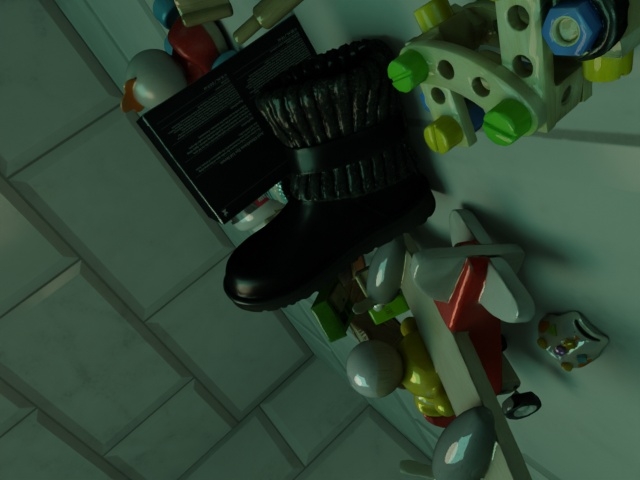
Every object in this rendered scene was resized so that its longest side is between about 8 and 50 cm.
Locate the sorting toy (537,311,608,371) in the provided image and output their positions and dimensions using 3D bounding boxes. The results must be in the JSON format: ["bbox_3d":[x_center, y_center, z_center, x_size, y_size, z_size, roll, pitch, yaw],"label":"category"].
[{"bbox_3d":[0.337,0.129,0.659,0.083,0.045,0.075,45,145,18],"label":"sorting toy"}]

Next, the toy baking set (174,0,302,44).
[{"bbox_3d":[-0.071,-0.309,0.495,0.197,0.256,0.030,32,-141,-51],"label":"toy baking set"}]

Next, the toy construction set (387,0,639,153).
[{"bbox_3d":[0.106,-0.198,0.333,0.215,0.151,0.327,33,169,48],"label":"toy construction set"}]

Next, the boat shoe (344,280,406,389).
[{"bbox_3d":[0.149,0.247,1.357,0.342,0.123,0.123,50,179,-1],"label":"boat shoe"}]

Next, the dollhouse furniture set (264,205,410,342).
[{"bbox_3d":[0.045,0.027,1.041,0.301,0.197,0.151,60,-162,-6],"label":"dollhouse furniture set"}]

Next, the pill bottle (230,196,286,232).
[{"bbox_3d":[-0.182,-0.136,1.233,0.318,0.176,0.176,53,165,-12],"label":"pill bottle"}]

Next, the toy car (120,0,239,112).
[{"bbox_3d":[-0.296,-0.321,0.986,0.219,0.238,0.210,48,165,8],"label":"toy car"}]

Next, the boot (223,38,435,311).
[{"bbox_3d":[-0.029,-0.076,0.656,0.260,0.348,0.131,56,-178,-41],"label":"boot"}]

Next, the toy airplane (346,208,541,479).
[{"bbox_3d":[0.164,0.149,0.721,0.386,0.272,0.384,8,-117,-87],"label":"toy airplane"}]

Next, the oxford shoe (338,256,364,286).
[{"bbox_3d":[0.000,0.000,1.118,0.130,0.133,0.363,37,160,42],"label":"oxford shoe"}]

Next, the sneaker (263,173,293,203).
[{"bbox_3d":[-0.137,-0.183,1.045,0.122,0.110,0.283,8,141,32],"label":"sneaker"}]

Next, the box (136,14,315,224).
[{"bbox_3d":[-0.108,-0.177,0.746,0.184,0.261,0.103,56,164,-20],"label":"box"}]
